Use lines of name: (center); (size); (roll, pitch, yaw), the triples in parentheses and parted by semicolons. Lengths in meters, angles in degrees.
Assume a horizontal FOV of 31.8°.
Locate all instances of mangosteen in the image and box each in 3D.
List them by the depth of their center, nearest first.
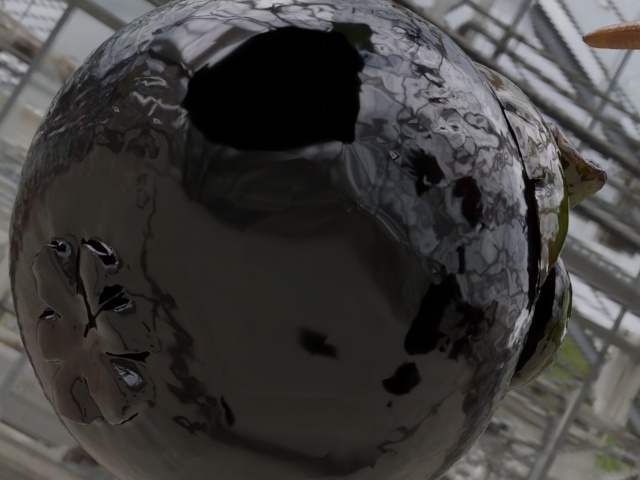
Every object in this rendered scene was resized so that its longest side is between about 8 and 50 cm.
mangosteen: (0.000, 0.000, 0.795); (0.382, 0.382, 0.435); (20, 28, 38)

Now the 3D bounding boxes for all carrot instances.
carrot: (0.477, -0.277, 1.539); (0.062, 0.066, 0.271); (-16, 28, -33)
